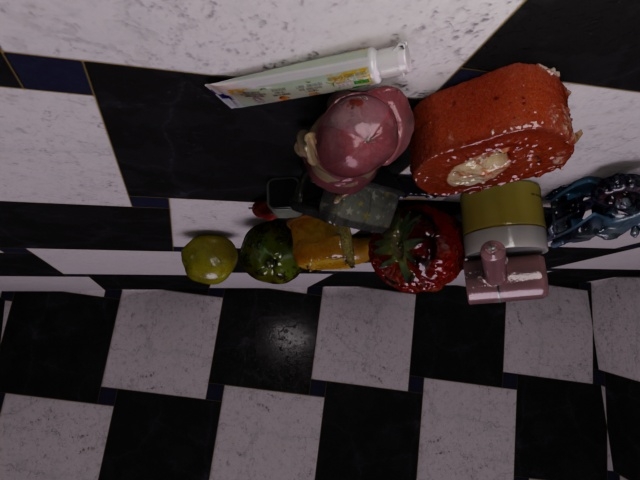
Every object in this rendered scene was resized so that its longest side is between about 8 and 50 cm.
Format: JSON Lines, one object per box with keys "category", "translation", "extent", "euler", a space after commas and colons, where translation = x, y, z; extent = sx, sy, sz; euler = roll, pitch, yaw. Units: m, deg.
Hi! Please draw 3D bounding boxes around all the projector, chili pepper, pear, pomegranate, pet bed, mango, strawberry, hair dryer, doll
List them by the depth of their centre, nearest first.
{"category": "doll", "translation": [0.052, -0.170, 0.844], "extent": [0.196, 0.152, 0.256], "euler": [-44, -177, -8]}
{"category": "pet bed", "translation": [0.064, -0.115, 1.126], "extent": [0.210, 0.159, 0.183], "euler": [11, -171, -40]}
{"category": "projector", "translation": [-0.087, -0.107, 1.257], "extent": [0.083, 0.083, 0.082], "euler": [-3, 168, 5]}
{"category": "hair dryer", "translation": [0.471, 0.073, 1.271], "extent": [0.210, 0.125, 0.352], "euler": [-7, 160, 19]}
{"category": "chili pepper", "translation": [-0.150, -0.087, 1.380], "extent": [0.050, 0.059, 0.191], "euler": [31, 171, -31]}
{"category": "strawberry", "translation": [0.314, 0.034, 1.518], "extent": [0.310, 0.292, 0.291], "euler": [26, 153, -36]}
{"category": "pomegranate", "translation": [-0.157, 0.050, 1.672], "extent": [0.221, 0.204, 0.276], "euler": [19, 163, -5]}
{"category": "pear", "translation": [-0.399, 0.069, 1.791], "extent": [0.198, 0.198, 0.198], "euler": [-2, 168, 0]}
{"category": "mango", "translation": [0.126, 0.043, 1.914], "extent": [0.262, 0.109, 0.157], "euler": [-8, 162, 20]}

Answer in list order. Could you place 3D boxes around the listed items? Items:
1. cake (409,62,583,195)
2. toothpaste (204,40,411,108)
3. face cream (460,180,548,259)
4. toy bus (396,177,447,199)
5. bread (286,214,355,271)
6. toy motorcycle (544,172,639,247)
{"category": "cake", "translation": [0.278, -0.183, 0.836], "extent": [0.282, 0.151, 0.177], "euler": [-9, 154, 29]}
{"category": "toothpaste", "translation": [-0.022, -0.240, 0.747], "extent": [0.314, 0.058, 0.056], "euler": [-3, -148, 23]}
{"category": "face cream", "translation": [0.505, -0.049, 1.380], "extent": [0.218, 0.180, 0.218], "euler": [-2, 168, 0]}
{"category": "toy bus", "translation": [0.237, -0.131, 1.266], "extent": [0.171, 0.058, 0.072], "euler": [0, 173, -5]}
{"category": "bread", "translation": [0.000, 0.000, 1.494], "extent": [0.178, 0.195, 0.340], "euler": [-9, 170, 8]}
{"category": "toy motorcycle", "translation": [0.750, -0.063, 1.367], "extent": [0.232, 0.172, 0.416], "euler": [8, 157, -15]}
